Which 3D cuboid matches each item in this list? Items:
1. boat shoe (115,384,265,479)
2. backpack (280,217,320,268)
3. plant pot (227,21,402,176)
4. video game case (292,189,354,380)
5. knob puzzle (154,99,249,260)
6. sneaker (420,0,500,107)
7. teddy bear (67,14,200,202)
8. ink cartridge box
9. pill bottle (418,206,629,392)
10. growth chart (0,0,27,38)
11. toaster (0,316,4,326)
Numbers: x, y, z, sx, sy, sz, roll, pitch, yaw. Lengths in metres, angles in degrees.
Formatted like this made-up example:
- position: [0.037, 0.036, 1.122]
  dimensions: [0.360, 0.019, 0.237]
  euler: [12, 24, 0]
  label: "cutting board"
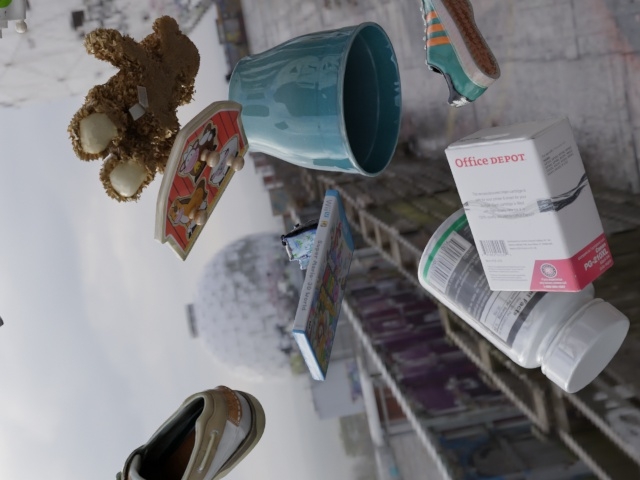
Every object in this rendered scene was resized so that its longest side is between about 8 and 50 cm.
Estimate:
- position: [-0.199, 0.297, 1.266]
  dimensions: [0.113, 0.302, 0.103]
  euler: [40, -173, 37]
  label: "boat shoe"
- position: [0.000, 0.000, 1.962]
  dimensions: [0.084, 0.114, 0.105]
  euler: [66, -157, -7]
  label: "backpack"
- position: [-0.019, -0.255, 1.891]
  dimensions: [0.271, 0.255, 0.272]
  euler: [-12, -76, -63]
  label: "plant pot"
- position: [0.006, 0.048, 1.089]
  dimensions: [0.119, 0.015, 0.166]
  euler: [70, -151, -57]
  label: "video game case"
- position: [-0.132, -0.076, 1.197]
  dimensions: [0.213, 0.030, 0.213]
  euler: [-58, -15, -26]
  label: "knob puzzle"
- position: [0.243, -0.396, 2.035]
  dimensions: [0.121, 0.108, 0.302]
  euler: [-43, 52, 38]
  label: "sneaker"
- position: [-0.297, -0.209, 1.631]
  dimensions: [0.245, 0.113, 0.338]
  euler: [38, -133, -43]
  label: "teddy bear"
- position: [0.305, -0.051, 1.525]
  dimensions: [0.172, 0.100, 0.237]
  euler: [-2, 113, 51]
  label: "ink cartridge box"
- position: [0.372, 0.105, 1.923]
  dimensions: [0.361, 0.204, 0.204]
  euler: [40, 154, 30]
  label: "pill bottle"
- position: [-0.463, -0.306, 1.304]
  dimensions: [0.021, 0.237, 0.172]
  euler: [26, 133, 31]
  label: "growth chart"
- position: [-0.651, 0.161, 1.784]
  dimensions: [0.110, 0.168, 0.185]
  euler: [48, 177, -5]
  label: "toaster"
